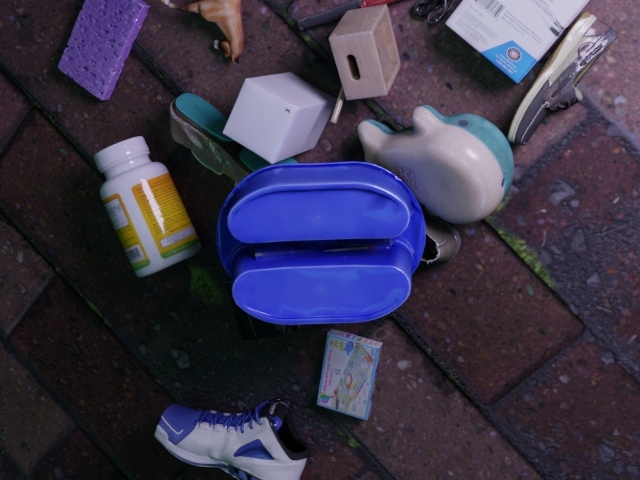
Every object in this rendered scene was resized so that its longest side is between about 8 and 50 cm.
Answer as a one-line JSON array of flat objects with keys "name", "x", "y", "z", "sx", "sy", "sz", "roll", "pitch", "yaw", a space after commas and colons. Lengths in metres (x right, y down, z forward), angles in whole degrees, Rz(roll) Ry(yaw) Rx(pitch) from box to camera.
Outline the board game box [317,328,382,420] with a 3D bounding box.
[{"name": "board game box", "x": 0.054, "y": 0.253, "z": 1.517, "sx": 0.103, "sy": 0.026, "sz": 0.154, "roll": 14, "pitch": 109, "yaw": 18}]

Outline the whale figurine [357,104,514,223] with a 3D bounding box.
[{"name": "whale figurine", "x": 0.190, "y": -0.139, "z": 1.311, "sx": 0.272, "sy": 0.141, "sz": 0.216, "roll": 22, "pitch": 143, "yaw": 38}]

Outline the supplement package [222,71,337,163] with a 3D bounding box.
[{"name": "supplement package", "x": -0.065, "y": -0.211, "z": 1.355, "sx": 0.105, "sy": 0.179, "sz": 0.105, "roll": 33, "pitch": 113, "yaw": 11}]

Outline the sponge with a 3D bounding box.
[{"name": "sponge", "x": -0.414, "y": -0.387, "z": 1.531, "sx": 0.117, "sy": 0.031, "sz": 0.210, "roll": 36, "pitch": 114, "yaw": 9}]

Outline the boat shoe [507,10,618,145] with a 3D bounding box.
[{"name": "boat shoe", "x": 0.368, "y": -0.235, "z": 1.229, "sx": 0.073, "sy": 0.080, "sz": 0.223, "roll": 35, "pitch": 110, "yaw": 16}]

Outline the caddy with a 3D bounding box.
[{"name": "caddy", "x": 0.000, "y": 0.000, "z": 1.280, "sx": 0.341, "sy": 0.179, "sz": 0.241, "roll": -1, "pitch": 103, "yaw": 1}]

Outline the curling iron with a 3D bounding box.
[{"name": "curling iron", "x": 0.086, "y": -0.377, "z": 1.329, "sx": 0.274, "sy": 0.035, "sz": 0.068, "roll": -2, "pitch": 103, "yaw": 22}]

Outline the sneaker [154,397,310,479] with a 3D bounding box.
[{"name": "sneaker", "x": -0.149, "y": 0.375, "z": 1.590, "sx": 0.315, "sy": 0.127, "sz": 0.182, "roll": 26, "pitch": 109, "yaw": 6}]

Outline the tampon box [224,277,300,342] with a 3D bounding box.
[{"name": "tampon box", "x": -0.080, "y": 0.096, "z": 1.454, "sx": 0.101, "sy": 0.161, "sz": 0.120, "roll": -11, "pitch": 101, "yaw": 24}]

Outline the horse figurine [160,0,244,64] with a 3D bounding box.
[{"name": "horse figurine", "x": -0.171, "y": -0.462, "z": 1.394, "sx": 0.174, "sy": 0.066, "sz": 0.263, "roll": 35, "pitch": 116, "yaw": 15}]

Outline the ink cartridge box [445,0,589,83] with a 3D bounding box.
[{"name": "ink cartridge box", "x": 0.313, "y": -0.364, "z": 1.212, "sx": 0.148, "sy": 0.086, "sz": 0.203, "roll": 42, "pitch": 114, "yaw": 6}]

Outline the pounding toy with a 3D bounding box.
[{"name": "pounding toy", "x": 0.062, "y": -0.284, "z": 1.301, "sx": 0.100, "sy": 0.130, "sz": 0.141, "roll": -3, "pitch": 126, "yaw": 23}]

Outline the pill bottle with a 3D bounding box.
[{"name": "pill bottle", "x": -0.334, "y": -0.066, "z": 1.527, "sx": 0.136, "sy": 0.136, "sz": 0.245, "roll": -21, "pitch": 96, "yaw": 25}]

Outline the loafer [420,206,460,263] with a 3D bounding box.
[{"name": "loafer", "x": 0.119, "y": -0.037, "z": 1.378, "sx": 0.251, "sy": 0.087, "sz": 0.094, "roll": 26, "pitch": 112, "yaw": 14}]

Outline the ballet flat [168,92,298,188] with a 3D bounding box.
[{"name": "ballet flat", "x": -0.149, "y": -0.147, "z": 1.464, "sx": 0.316, "sy": 0.107, "sz": 0.106, "roll": 39, "pitch": 135, "yaw": 14}]
